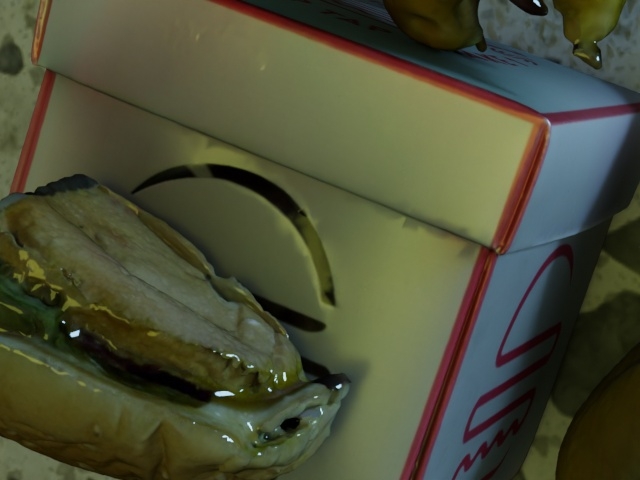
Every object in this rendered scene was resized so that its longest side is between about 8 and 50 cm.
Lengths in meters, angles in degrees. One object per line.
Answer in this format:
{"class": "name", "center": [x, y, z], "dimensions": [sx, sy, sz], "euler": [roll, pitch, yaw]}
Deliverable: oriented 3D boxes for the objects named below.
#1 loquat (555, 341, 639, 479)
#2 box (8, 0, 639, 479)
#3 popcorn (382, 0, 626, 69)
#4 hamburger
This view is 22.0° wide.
{"class": "loquat", "center": [0.253, 0.150, 1.036], "dimensions": [0.213, 0.213, 0.213], "euler": [2, 95, 21]}
{"class": "box", "center": [0.000, 0.000, 1.053], "dimensions": [0.314, 0.312, 0.300], "euler": [23, 104, 19]}
{"class": "popcorn", "center": [0.098, -0.212, 0.866], "dimensions": [0.190, 0.191, 0.253], "euler": [12, 126, -16]}
{"class": "hamburger", "center": [-0.106, 0.077, 0.866], "dimensions": [0.208, 0.155, 0.135], "euler": [34, 114, 8]}
